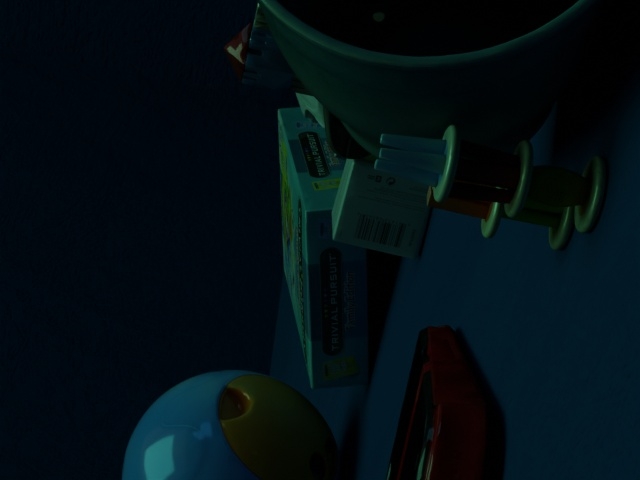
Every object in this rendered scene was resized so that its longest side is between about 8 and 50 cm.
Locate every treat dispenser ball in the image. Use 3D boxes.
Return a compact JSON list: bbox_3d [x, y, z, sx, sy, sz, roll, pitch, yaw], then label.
[{"bbox_3d":[-0.114,0.312,2.070,0.288,0.288,0.288,-169,90,-85],"label":"treat dispenser ball"}]

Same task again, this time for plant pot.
[{"bbox_3d":[0.083,-0.179,1.138,0.255,0.272,0.271,77,-160,-65],"label":"plant pot"}]

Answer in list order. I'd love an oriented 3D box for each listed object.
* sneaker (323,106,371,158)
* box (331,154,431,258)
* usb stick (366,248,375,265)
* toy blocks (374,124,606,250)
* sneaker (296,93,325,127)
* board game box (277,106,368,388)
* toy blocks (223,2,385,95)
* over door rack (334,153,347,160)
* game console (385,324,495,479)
[{"bbox_3d":[0.046,-0.208,1.746,0.130,0.087,0.227,-99,11,-71],"label":"sneaker"},{"bbox_3d":[0.072,-0.048,1.809,0.087,0.101,0.102,-90,14,-69],"label":"box"},{"bbox_3d":[0.058,-0.004,2.225,0.278,0.045,0.077,115,164,-69],"label":"usb stick"},{"bbox_3d":[0.106,-0.038,1.081,0.123,0.148,0.054,124,157,-78],"label":"toy blocks"},{"bbox_3d":[-0.007,-0.190,1.908,0.212,0.080,0.094,-96,-2,-71],"label":"sneaker"},{"bbox_3d":[0.000,0.000,2.105,0.336,0.079,0.253,-105,12,-63],"label":"board game box"},{"bbox_3d":[0.053,-0.215,1.450,0.381,0.261,0.190,118,163,-73],"label":"toy blocks"},{"bbox_3d":[0.074,-0.261,1.923,0.324,0.108,0.239,130,148,-62],"label":"over door rack"},{"bbox_3d":[0.075,0.288,1.352,0.342,0.060,0.386,-75,-2,-80],"label":"game console"}]
